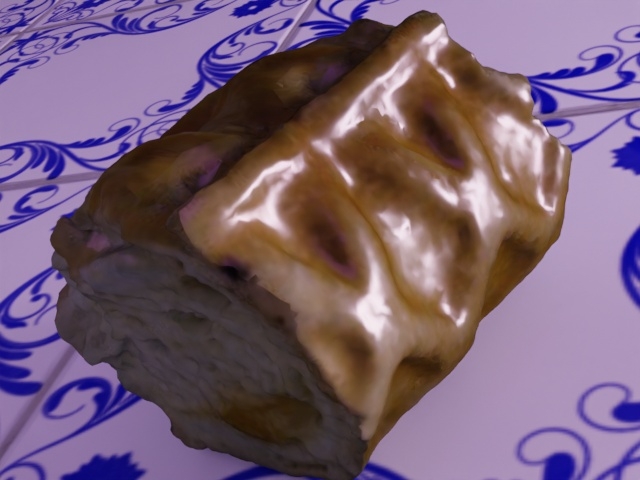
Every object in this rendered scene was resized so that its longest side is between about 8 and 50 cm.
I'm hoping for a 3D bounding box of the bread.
[{"bbox_3d":[-0.005,-0.004,0.631,0.238,0.196,0.252,2,38,33],"label":"bread"}]
